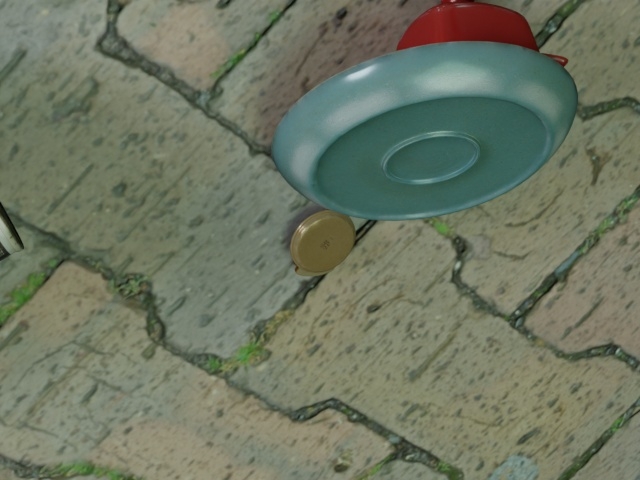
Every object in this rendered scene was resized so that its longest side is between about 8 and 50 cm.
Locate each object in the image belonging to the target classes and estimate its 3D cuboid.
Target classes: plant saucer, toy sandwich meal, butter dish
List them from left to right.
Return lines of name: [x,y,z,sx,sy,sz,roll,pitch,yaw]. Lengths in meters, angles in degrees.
toy sandwich meal: [0.000,0.000,1.927,0.086,0.029,0.085,-12,123,-20]
plant saucer: [0.110,-0.097,1.804,0.318,0.043,0.317,-8,153,-4]
butter dish: [0.146,-0.200,1.810,0.160,0.118,0.160,2,161,-24]

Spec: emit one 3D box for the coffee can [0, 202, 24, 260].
coffee can: [-0.432,-0.008,1.566,0.275,0.201,0.201,-31,132,-6]
